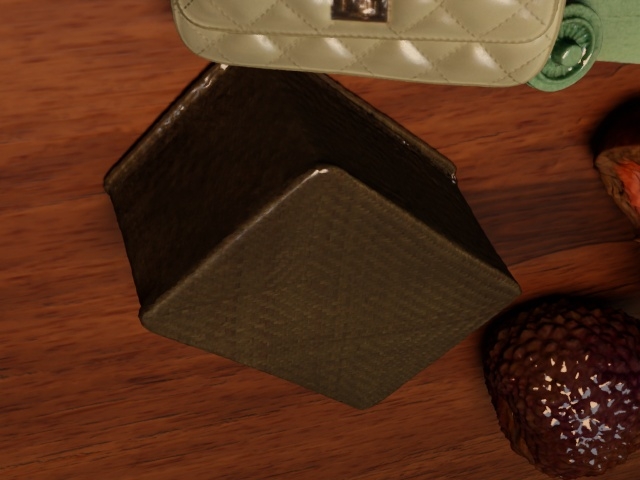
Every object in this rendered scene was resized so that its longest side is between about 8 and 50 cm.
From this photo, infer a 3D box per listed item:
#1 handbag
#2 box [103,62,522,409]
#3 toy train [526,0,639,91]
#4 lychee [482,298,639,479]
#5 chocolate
[{"bbox_3d":[0.026,-0.193,0.572,0.256,0.079,0.219,5,139,8],"label":"handbag"},{"bbox_3d":[-0.001,-0.002,0.783,0.184,0.143,0.273,-42,138,19],"label":"box"},{"bbox_3d":[0.225,-0.195,0.721,0.285,0.116,0.177,0,121,-24],"label":"toy train"},{"bbox_3d":[0.264,0.146,1.042,0.188,0.188,0.188,-13,138,-12],"label":"lychee"},{"bbox_3d":[0.298,-0.058,0.877,0.124,0.127,0.133,-3,148,21],"label":"chocolate"}]
